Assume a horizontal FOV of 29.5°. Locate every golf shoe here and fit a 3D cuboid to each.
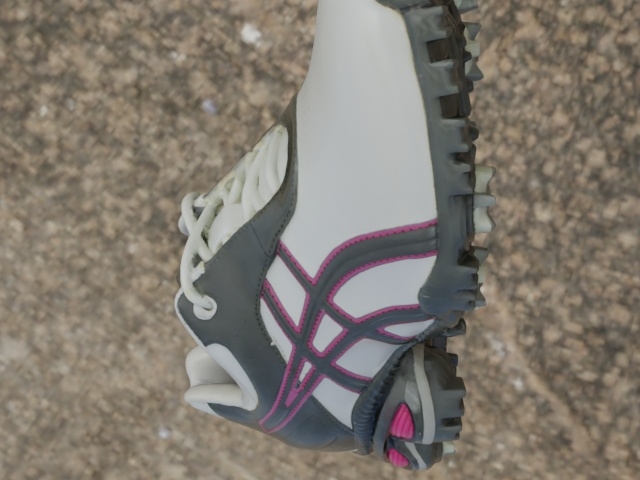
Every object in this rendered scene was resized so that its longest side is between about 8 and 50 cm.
[{"bbox_3d":[0.000,0.000,0.446,0.120,0.105,0.273,2,138,1],"label":"golf shoe"}]
